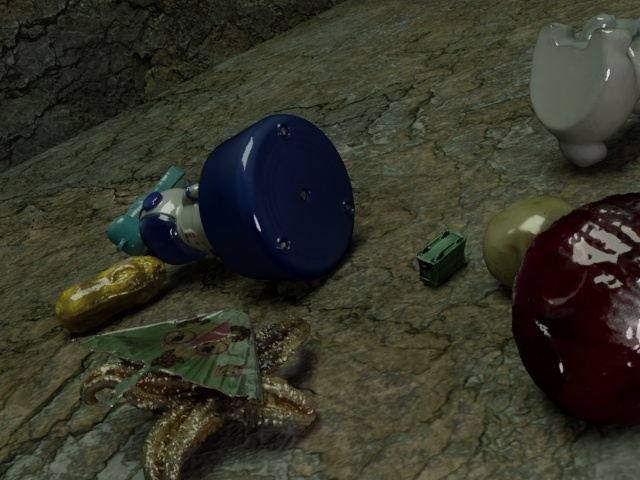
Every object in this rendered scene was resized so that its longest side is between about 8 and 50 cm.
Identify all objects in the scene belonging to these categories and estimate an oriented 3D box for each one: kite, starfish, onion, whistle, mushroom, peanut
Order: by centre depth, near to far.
[{"bbox_3d":[0.301,0.066,0.957,0.206,0.207,0.216,-21,17,-13],"label":"onion"},{"bbox_3d":[-0.175,0.139,1.133,0.322,0.013,0.267,11,28,35],"label":"kite"},{"bbox_3d":[-0.146,0.188,1.158,0.311,0.113,0.303,-13,24,-10],"label":"starfish"},{"bbox_3d":[0.289,0.003,1.219,0.148,0.112,0.148,-19,23,8],"label":"mushroom"},{"bbox_3d":[-0.365,0.091,1.577,0.206,0.087,0.087,-28,24,-15],"label":"peanut"},{"bbox_3d":[-0.344,-0.051,1.848,0.186,0.093,0.274,-50,4,36],"label":"whistle"}]

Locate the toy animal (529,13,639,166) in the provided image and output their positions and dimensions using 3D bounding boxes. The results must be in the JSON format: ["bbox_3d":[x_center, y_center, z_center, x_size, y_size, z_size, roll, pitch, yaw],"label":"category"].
[{"bbox_3d":[0.537,-0.265,1.540,0.367,0.241,0.196,-14,26,-27],"label":"toy animal"}]

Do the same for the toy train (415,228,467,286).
[{"bbox_3d":[0.178,0.026,1.327,0.038,0.056,0.093,23,45,35],"label":"toy train"}]

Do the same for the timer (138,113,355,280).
[{"bbox_3d":[-0.163,-0.041,1.544,0.383,0.270,0.270,-13,21,39],"label":"timer"}]
